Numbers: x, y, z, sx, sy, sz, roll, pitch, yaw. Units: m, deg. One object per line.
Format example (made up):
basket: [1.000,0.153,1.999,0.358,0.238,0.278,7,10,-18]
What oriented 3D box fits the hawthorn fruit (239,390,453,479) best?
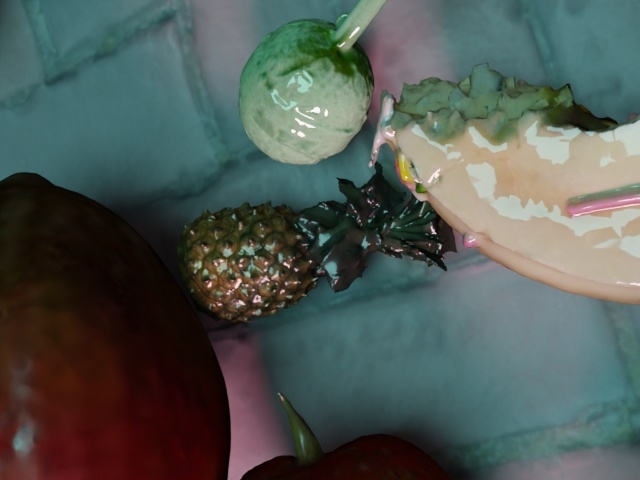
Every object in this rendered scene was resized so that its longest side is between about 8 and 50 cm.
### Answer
hawthorn fruit: [0.035,0.292,0.686,0.258,0.258,0.261,-45,41,22]

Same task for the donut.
donut: [0.240,-0.122,0.564,0.307,0.150,0.371,40,119,10]

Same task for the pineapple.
pineapple: [0.000,0.000,0.735,0.251,0.125,0.125,-12,91,21]

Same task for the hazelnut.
hazelnut: [-0.277,0.144,0.743,0.421,0.353,0.420,33,129,55]

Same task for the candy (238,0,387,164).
candy: [0.063,-0.212,0.608,0.119,0.119,0.440,52,134,10]
